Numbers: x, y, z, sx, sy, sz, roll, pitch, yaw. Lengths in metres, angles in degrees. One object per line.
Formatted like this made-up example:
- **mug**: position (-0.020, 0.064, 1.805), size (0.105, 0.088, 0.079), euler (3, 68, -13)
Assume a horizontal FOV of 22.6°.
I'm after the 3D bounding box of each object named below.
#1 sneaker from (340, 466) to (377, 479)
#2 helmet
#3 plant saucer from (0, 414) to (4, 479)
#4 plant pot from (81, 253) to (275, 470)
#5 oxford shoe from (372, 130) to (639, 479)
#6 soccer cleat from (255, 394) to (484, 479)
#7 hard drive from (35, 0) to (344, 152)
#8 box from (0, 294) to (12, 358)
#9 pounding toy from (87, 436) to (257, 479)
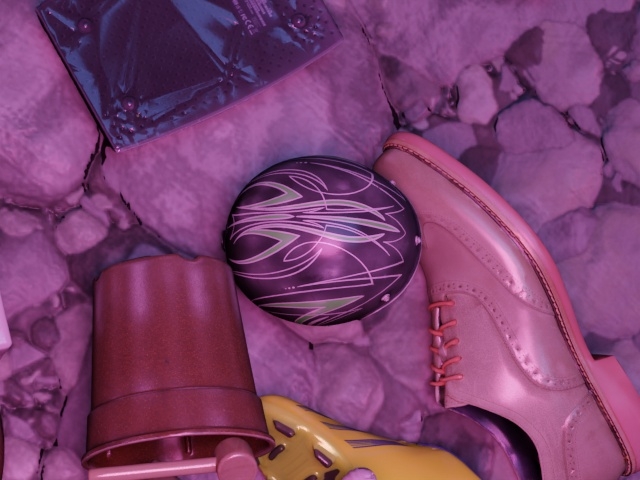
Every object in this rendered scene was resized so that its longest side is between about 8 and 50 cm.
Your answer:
- **sneaker**: position (-0.017, 0.308, 1.384), size (0.153, 0.094, 0.235), euler (-2, 118, -10)
- **helmet**: position (0.000, 0.000, 1.449), size (0.169, 0.161, 0.169), euler (4, 77, -17)
- **plant saucer**: position (-0.400, 0.190, 1.268), size (0.310, 0.050, 0.310), euler (-7, 109, -21)
- **plant pot**: position (-0.131, 0.107, 1.392), size (0.167, 0.167, 0.165), euler (-2, 72, -18)
- **oxford shoe**: position (0.155, 0.081, 1.498), size (0.146, 0.140, 0.397), euler (-35, 88, -14)
- **soccer cleat**: position (0.057, 0.218, 1.475), size (0.289, 0.093, 0.121), euler (31, 40, -5)
- **hard drive**: position (-0.123, -0.197, 1.510), size (0.254, 0.054, 0.172), euler (-29, 88, -21)
- **box**: position (-0.325, 0.067, 1.361), size (0.101, 0.102, 0.087), euler (-11, 80, -21)
- **pounding toy**: position (-0.128, 0.234, 1.341), size (0.181, 0.094, 0.206), euler (42, 99, -16)
